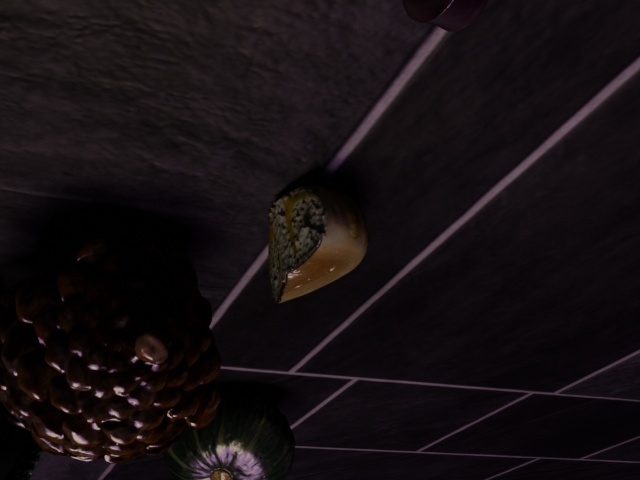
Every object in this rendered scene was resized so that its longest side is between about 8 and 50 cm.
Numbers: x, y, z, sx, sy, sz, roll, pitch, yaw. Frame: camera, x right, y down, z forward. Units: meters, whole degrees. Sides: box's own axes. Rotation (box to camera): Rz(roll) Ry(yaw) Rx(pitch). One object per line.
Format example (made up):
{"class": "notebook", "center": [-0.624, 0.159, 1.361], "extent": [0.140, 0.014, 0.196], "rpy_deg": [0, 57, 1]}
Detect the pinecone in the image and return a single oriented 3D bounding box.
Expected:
{"class": "pinecone", "center": [-0.217, 0.110, 0.862], "extent": [0.224, 0.224, 0.272], "rpy_deg": [15, 159, -32]}

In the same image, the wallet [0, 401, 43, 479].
{"class": "wallet", "center": [-0.418, 0.243, 1.021], "extent": [0.237, 0.342, 0.075], "rpy_deg": [-12, 110, 9]}

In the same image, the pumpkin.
{"class": "pumpkin", "center": [-0.144, 0.323, 1.364], "extent": [0.211, 0.152, 0.211], "rpy_deg": [-1, 120, -2]}

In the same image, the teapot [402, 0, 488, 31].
{"class": "teapot", "center": [0.082, -0.166, 0.545], "extent": [0.045, 0.068, 0.100], "rpy_deg": [12, -176, -31]}

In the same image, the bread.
{"class": "bread", "center": [0.000, 0.000, 0.833], "extent": [0.094, 0.083, 0.157], "rpy_deg": [-3, 155, -8]}
